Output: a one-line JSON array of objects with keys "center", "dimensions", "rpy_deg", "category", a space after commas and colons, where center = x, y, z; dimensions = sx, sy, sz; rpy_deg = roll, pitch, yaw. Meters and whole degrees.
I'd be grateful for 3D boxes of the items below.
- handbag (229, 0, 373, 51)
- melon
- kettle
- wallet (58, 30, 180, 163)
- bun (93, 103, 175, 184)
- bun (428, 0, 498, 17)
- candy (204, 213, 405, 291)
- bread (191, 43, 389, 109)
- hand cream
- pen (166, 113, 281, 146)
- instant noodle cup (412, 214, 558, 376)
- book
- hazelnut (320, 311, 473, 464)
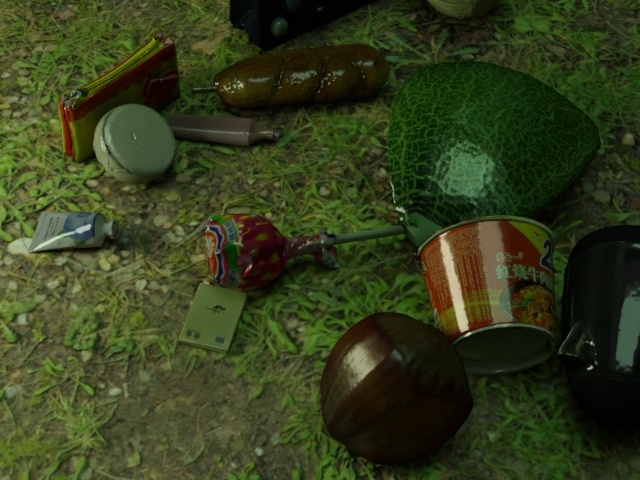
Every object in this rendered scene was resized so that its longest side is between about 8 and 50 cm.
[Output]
[{"center": [-0.004, -0.500, 2.313], "dimensions": [0.326, 0.269, 0.118], "rpy_deg": [-30, 56, -24], "category": "handbag"}, {"center": [0.247, -0.118, 2.047], "dimensions": [0.331, 0.226, 0.343], "rpy_deg": [28, 35, 1], "category": "melon"}, {"center": [0.438, 0.155, 1.848], "dimensions": [0.207, 0.250, 0.271], "rpy_deg": [-3, 47, 29], "category": "kettle"}, {"center": [-0.331, -0.240, 2.182], "dimensions": [0.067, 0.141, 0.241], "rpy_deg": [38, 60, 20], "category": "wallet"}, {"center": [-0.314, -0.151, 2.141], "dimensions": [0.138, 0.094, 0.138], "rpy_deg": [13, 66, -29], "category": "bun"}, {"center": [0.227, -0.515, 2.372], "dimensions": [0.152, 0.259, 0.259], "rpy_deg": [-34, 50, 17], "category": "bun"}, {"center": [0.000, 0.000, 2.018], "dimensions": [0.366, 0.124, 0.124], "rpy_deg": [-9, 51, -18], "category": "candy"}, {"center": [-0.052, -0.275, 2.250], "dimensions": [0.344, 0.084, 0.124], "rpy_deg": [-9, 29, -7], "category": "bread"}, {"center": [-0.388, -0.017, 2.060], "dimensions": [0.142, 0.053, 0.084], "rpy_deg": [0, 51, 13], "category": "hand cream"}, {"center": [-0.163, -0.188, 2.210], "dimensions": [0.197, 0.032, 0.053], "rpy_deg": [6, 50, 8], "category": "pen"}, {"center": [0.249, 0.088, 1.888], "dimensions": [0.213, 0.213, 0.174], "rpy_deg": [-3, 59, -3], "category": "instant noodle cup"}, {"center": [-0.161, 0.117, 1.970], "dimensions": [0.077, 0.014, 0.111], "rpy_deg": [12, 52, 8], "category": "book"}, {"center": [0.098, 0.199, 1.798], "dimensions": [0.210, 0.186, 0.210], "rpy_deg": [7, 55, -11], "category": "hazelnut"}]
